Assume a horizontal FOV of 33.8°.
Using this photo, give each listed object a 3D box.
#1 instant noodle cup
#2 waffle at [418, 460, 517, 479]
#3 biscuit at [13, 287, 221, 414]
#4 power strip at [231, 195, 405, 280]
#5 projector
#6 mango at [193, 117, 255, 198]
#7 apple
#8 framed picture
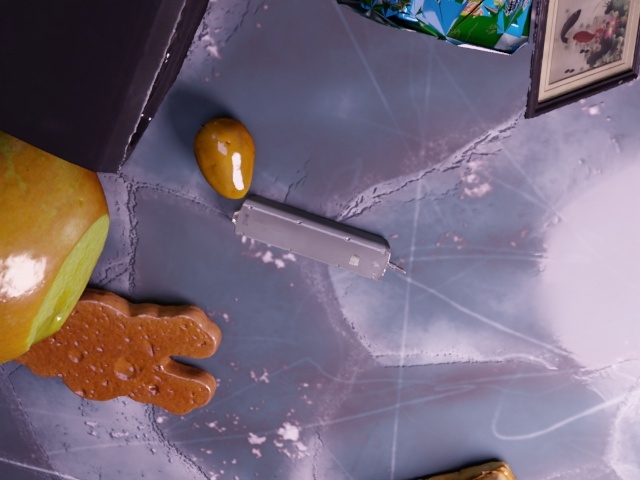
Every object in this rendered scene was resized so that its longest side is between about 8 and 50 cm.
[{"bbox_3d":[0.142,-0.328,1.133,0.240,0.240,0.178,16,116,1],"label":"instant noodle cup"},{"bbox_3d":[0.261,0.503,1.677,0.224,0.098,0.328,-23,112,21],"label":"waffle"},{"bbox_3d":[-0.316,0.163,1.609,0.333,0.047,0.202,7,121,4],"label":"biscuit"},{"bbox_3d":[0.000,0.000,1.462,0.252,0.027,0.060,19,121,-1],"label":"power strip"},{"bbox_3d":[-0.319,-0.324,1.155,0.405,0.242,0.395,27,141,-7],"label":"projector"},{"bbox_3d":[-0.126,-0.109,1.401,0.080,0.060,0.114,-10,122,19],"label":"mango"},{"bbox_3d":[-0.462,0.001,1.367,0.374,0.374,0.384,-2,120,12],"label":"apple"},{"bbox_3d":[0.309,-0.252,1.189,0.010,0.195,0.200,34,135,43],"label":"framed picture"}]
